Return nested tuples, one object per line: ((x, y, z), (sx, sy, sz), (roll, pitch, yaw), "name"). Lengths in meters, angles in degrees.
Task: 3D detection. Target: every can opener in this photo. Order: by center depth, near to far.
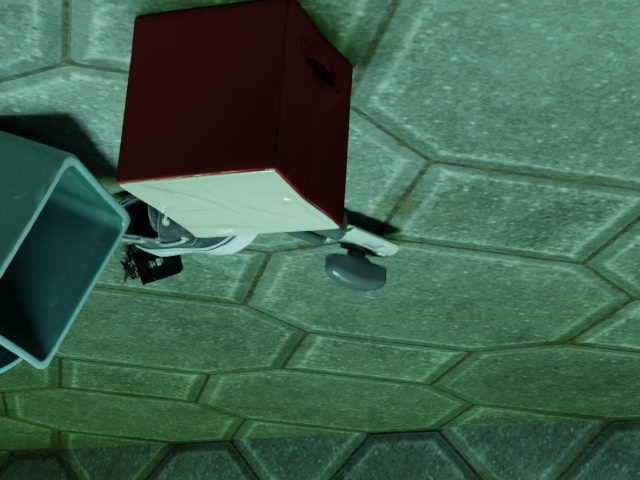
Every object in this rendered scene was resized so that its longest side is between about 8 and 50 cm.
((0.000, 0.000, 2.011), (0.283, 0.095, 0.076), (20, 155, -40), "can opener")

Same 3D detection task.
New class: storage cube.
((-0.088, -0.124, 1.505), (0.215, 0.193, 0.183), (-4, 160, 22), "storage cube")

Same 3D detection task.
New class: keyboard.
((-0.280, 0.024, 2.272), (0.100, 0.038, 0.192), (-18, 162, -7), "keyboard")

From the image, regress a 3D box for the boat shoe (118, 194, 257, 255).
((-0.190, -0.040, 1.937), (0.102, 0.108, 0.301), (18, 165, -39), "boat shoe")

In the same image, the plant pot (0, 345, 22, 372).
((-0.576, 0.061, 2.105), (0.271, 0.272, 0.255), (19, 170, -37), "plant pot")

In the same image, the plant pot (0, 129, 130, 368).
((-0.448, -0.013, 1.857), (0.252, 0.247, 0.248), (24, 167, 18), "plant pot")
